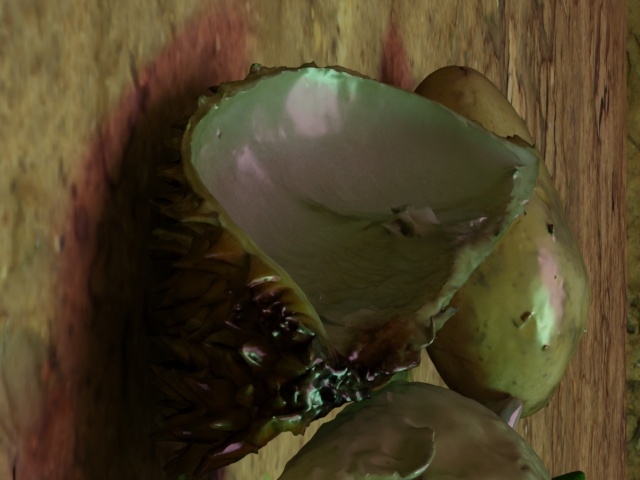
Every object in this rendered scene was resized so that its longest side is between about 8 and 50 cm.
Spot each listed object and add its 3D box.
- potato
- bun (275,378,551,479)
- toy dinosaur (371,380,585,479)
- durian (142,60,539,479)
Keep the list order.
[{"bbox_3d":[0.118,0.003,0.997,0.161,0.128,0.235,98,-22,-73],"label":"potato"},{"bbox_3d":[0.024,0.178,0.583,0.244,0.153,0.244,-60,174,-10],"label":"bun"},{"bbox_3d":[0.097,0.193,0.935,0.177,0.152,0.194,-1,98,-81],"label":"toy dinosaur"},{"bbox_3d":[0.000,0.000,0.617,0.252,0.139,0.144,-40,123,-59],"label":"durian"}]
